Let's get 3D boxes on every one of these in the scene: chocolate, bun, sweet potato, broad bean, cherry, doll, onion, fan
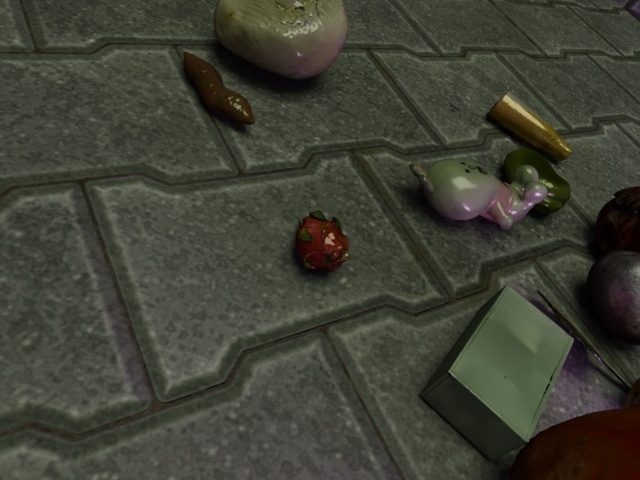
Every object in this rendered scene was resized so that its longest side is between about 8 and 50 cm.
[{"bbox_3d":[0.519,-0.273,1.251,0.219,0.086,0.085,42,48,6],"label":"chocolate"},{"bbox_3d":[-0.077,-0.436,1.051,0.272,0.168,0.273,4,54,-6],"label":"bun"},{"bbox_3d":[-0.200,-0.282,0.941,0.065,0.051,0.218,-31,69,-35],"label":"sweet potato"},{"bbox_3d":[0.466,-0.128,1.107,0.124,0.082,0.174,-3,45,-27],"label":"broad bean"},{"bbox_3d":[0.573,0.105,0.922,0.176,0.140,0.176,2,74,-7],"label":"cherry"},{"bbox_3d":[0.296,-0.089,0.977,0.275,0.113,0.155,3,43,-14],"label":"doll"},{"bbox_3d":[0.697,-0.014,1.038,0.246,0.190,0.246,12,32,-8],"label":"onion"},{"bbox_3d":[0.454,0.181,0.854,0.226,0.008,0.152,45,16,-6],"label":"fan"}]

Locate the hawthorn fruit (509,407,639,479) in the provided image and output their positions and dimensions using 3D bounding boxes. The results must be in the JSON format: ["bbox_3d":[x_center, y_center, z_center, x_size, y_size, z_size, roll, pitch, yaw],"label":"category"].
[{"bbox_3d":[0.363,0.323,0.559,0.275,0.299,0.275,33,37,-30],"label":"hawthorn fruit"}]

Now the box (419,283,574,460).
[{"bbox_3d":[0.264,0.184,0.748,0.129,0.086,0.225,42,48,12],"label":"box"}]

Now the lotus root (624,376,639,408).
[{"bbox_3d":[0.579,0.266,0.806,0.220,0.125,0.118,6,10,-26],"label":"lotus root"}]

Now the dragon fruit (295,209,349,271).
[{"bbox_3d":[-0.001,-0.002,0.786,0.081,0.086,0.116,-30,54,2],"label":"dragon fruit"}]
